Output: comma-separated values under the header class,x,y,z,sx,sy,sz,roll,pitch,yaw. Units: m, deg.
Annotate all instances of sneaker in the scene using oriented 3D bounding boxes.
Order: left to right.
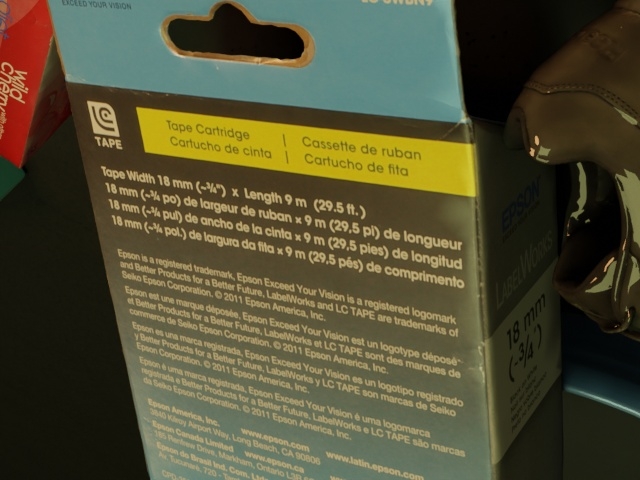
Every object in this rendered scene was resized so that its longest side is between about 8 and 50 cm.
class,x,y,z,sx,sy,sz,roll,pitch,yaw
sneaker,0.182,0.015,0.580,0.286,0.130,0.109,55,174,-16

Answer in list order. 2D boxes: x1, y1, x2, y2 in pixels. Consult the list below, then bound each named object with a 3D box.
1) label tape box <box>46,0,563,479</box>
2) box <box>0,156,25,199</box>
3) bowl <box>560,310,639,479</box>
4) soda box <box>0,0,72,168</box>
class,x,y,z,sx,sy,sz,roll,pitch,yaw
label tape box,0.000,0.000,0.658,0.240,0.106,0.334,10,121,31
box,-0.316,-0.124,0.870,0.100,0.060,0.244,1,130,36
bowl,0.175,0.202,0.835,0.391,0.077,0.391,20,138,19
soda box,-0.158,-0.162,0.692,0.083,0.092,0.263,33,141,1
